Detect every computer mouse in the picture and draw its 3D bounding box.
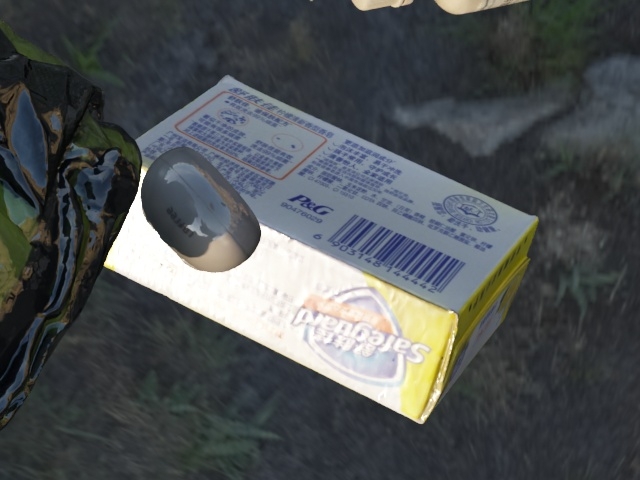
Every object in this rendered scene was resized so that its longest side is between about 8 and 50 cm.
[{"bbox_3d":[-0.062,-0.011,0.855,0.039,0.096,0.066,-42,92,-10],"label":"computer mouse"}]

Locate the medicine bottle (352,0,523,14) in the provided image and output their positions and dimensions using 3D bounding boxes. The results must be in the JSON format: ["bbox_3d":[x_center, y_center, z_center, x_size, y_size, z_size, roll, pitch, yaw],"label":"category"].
[{"bbox_3d":[0.148,-0.278,1.702,0.252,0.114,0.114,-13,75,-15],"label":"medicine bottle"}]

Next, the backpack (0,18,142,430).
[{"bbox_3d":[-0.178,0.032,0.709,0.140,0.253,0.207,33,126,-13],"label":"backpack"}]

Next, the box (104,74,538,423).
[{"bbox_3d":[0.000,0.000,1.234,0.265,0.168,0.097,25,122,13],"label":"box"}]
